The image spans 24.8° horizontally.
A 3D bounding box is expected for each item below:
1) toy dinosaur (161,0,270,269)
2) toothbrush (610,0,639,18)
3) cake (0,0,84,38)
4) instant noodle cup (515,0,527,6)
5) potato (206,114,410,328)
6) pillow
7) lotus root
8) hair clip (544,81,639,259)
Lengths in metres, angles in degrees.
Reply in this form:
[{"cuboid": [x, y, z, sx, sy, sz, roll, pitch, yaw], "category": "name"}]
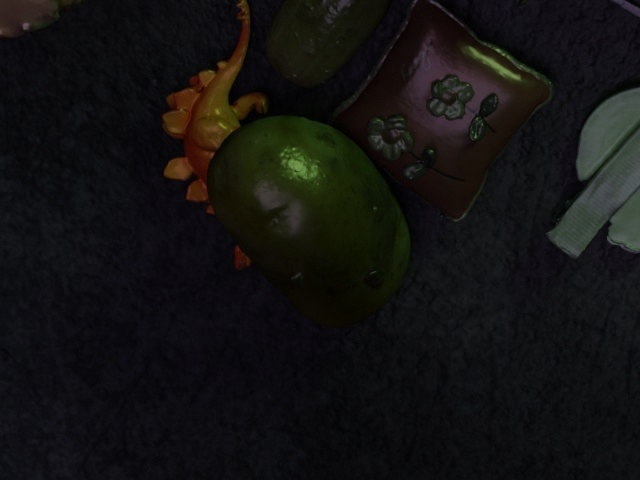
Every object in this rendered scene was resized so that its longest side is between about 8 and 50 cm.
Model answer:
[{"cuboid": [-0.109, -0.107, 1.493, 0.117, 0.070, 0.288, -2, 107, 13], "category": "toy dinosaur"}, {"cuboid": [0.327, -0.208, 1.386, 0.194, 0.014, 0.017, 26, 115, 0], "category": "toothbrush"}, {"cuboid": [-0.360, -0.331, 1.325, 0.306, 0.314, 0.293, -3, 114, 3], "category": "cake"}, {"cuboid": [0.139, -0.353, 1.274, 0.236, 0.215, 0.215, 34, 115, 7], "category": "instant noodle cup"}, {"cuboid": [0.000, 0.000, 1.434, 0.160, 0.111, 0.272, -28, 130, 10], "category": "potato"}, {"cuboid": [0.116, -0.127, 1.430, 0.171, 0.075, 0.179, 34, 114, -3], "category": "pillow"}, {"cuboid": [0.016, -0.228, 1.407, 0.090, 0.077, 0.183, 41, 116, -7], "category": "lotus root"}, {"cuboid": [0.311, -0.074, 1.428, 0.140, 0.054, 0.220, 40, 112, -1], "category": "hair clip"}]
